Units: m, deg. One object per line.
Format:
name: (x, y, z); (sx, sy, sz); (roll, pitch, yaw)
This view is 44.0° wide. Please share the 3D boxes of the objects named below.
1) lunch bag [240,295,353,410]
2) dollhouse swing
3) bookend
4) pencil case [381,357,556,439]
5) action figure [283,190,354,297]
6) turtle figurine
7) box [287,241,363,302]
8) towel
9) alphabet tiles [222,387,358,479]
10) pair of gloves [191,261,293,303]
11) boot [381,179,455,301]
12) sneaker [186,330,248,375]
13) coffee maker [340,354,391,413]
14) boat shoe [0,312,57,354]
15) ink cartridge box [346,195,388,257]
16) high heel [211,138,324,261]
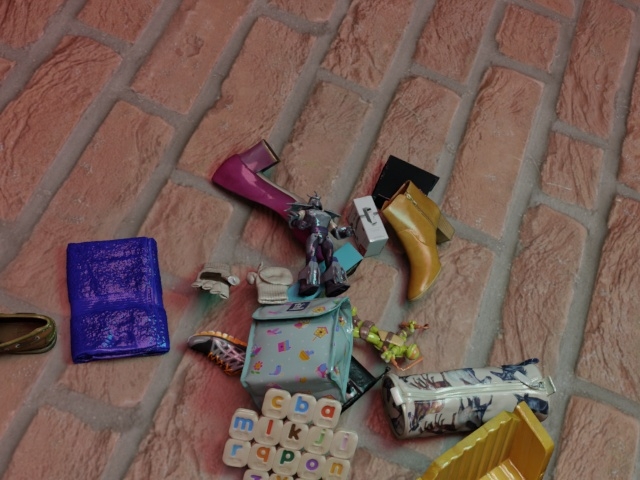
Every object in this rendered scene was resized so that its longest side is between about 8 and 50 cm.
lunch bag: (-0.046, 0.235, 1.803); (0.223, 0.160, 0.262); (-8, 47, 17)
dollhouse swing: (0.411, 0.619, 1.748); (0.346, 0.315, 0.305); (-26, 51, -25)
bookend: (0.231, -0.134, 2.217); (0.157, 0.072, 0.156); (24, 61, -1)
pencil case: (0.347, 0.379, 1.907); (0.410, 0.183, 0.160); (-3, 53, -14)
action figure: (0.000, 0.000, 1.960); (0.185, 0.099, 0.285); (7, 60, -23)
turtle figurine: (0.164, 0.244, 1.980); (0.217, 0.087, 0.269); (25, 27, 12)
box: (-0.005, 0.110, 2.016); (0.244, 0.100, 0.060); (-37, 77, -27)
towel: (-0.490, 0.134, 1.903); (0.227, 0.076, 0.308); (-5, 64, -16)
alphabet tiles: (-0.067, 0.458, 1.755); (0.284, 0.278, 0.021); (12, 19, -6)
pair of gloves: (-0.186, 0.093, 1.931); (0.240, 0.042, 0.204); (5, 19, 1)
boot: (0.233, -0.003, 2.092); (0.211, 0.104, 0.295); (41, 53, -17)
sneaker: (-0.217, 0.278, 1.889); (0.214, 0.084, 0.083); (18, 65, -5)
coffee maker: (0.045, 0.308, 1.927); (0.178, 0.120, 0.171); (48, 39, 12)
boat shoe: (-0.757, 0.210, 1.782); (0.307, 0.104, 0.111); (-9, 65, -18)
ink cartridge box: (0.123, -0.037, 2.124); (0.056, 0.099, 0.135); (-12, 65, -18)
high heel: (-0.127, -0.073, 2.111); (0.181, 0.127, 0.377); (-34, 79, 9)
